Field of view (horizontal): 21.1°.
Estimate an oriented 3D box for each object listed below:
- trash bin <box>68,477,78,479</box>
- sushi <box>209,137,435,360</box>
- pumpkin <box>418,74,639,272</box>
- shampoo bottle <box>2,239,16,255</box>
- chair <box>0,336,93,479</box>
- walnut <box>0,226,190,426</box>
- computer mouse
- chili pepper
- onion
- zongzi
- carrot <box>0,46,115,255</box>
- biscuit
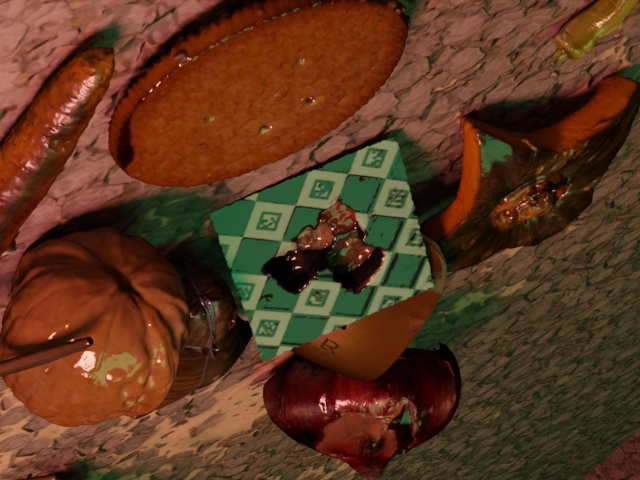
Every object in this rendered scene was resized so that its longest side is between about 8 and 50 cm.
[{"bbox_3d":[-0.439,0.503,2.297,0.381,0.259,0.295,-21,158,-11],"label":"trash bin"},{"bbox_3d":[0.000,0.000,1.920,0.219,0.047,0.231,-23,131,-7],"label":"sushi"},{"bbox_3d":[0.227,-0.064,2.036,0.258,0.095,0.290,-12,151,-28],"label":"pumpkin"},{"bbox_3d":[-0.349,0.044,1.632,0.152,0.045,0.077,-35,156,22],"label":"shampoo bottle"},{"bbox_3d":[-0.369,0.140,1.538,0.272,0.166,0.188,-13,139,27],"label":"chair"},{"bbox_3d":[-0.226,0.090,1.702,0.213,0.213,0.213,-25,159,-10],"label":"walnut"},{"bbox_3d":[0.040,0.078,2.079,0.310,0.158,0.072,-56,-172,50],"label":"computer mouse"},{"bbox_3d":[0.313,-0.257,1.783,0.049,0.043,0.208,20,128,-30],"label":"chili pepper"},{"bbox_3d":[0.060,0.233,2.329,0.272,0.195,0.272,-9,180,0],"label":"onion"},{"bbox_3d":[-0.116,0.086,1.943,0.242,0.112,0.221,-21,158,-41],"label":"zongzi"},{"bbox_3d":[-0.259,-0.064,1.485,0.066,0.066,0.314,-5,146,-46],"label":"carrot"},{"bbox_3d":[-0.056,-0.143,1.578,0.305,0.038,0.305,-24,160,-9],"label":"biscuit"}]
